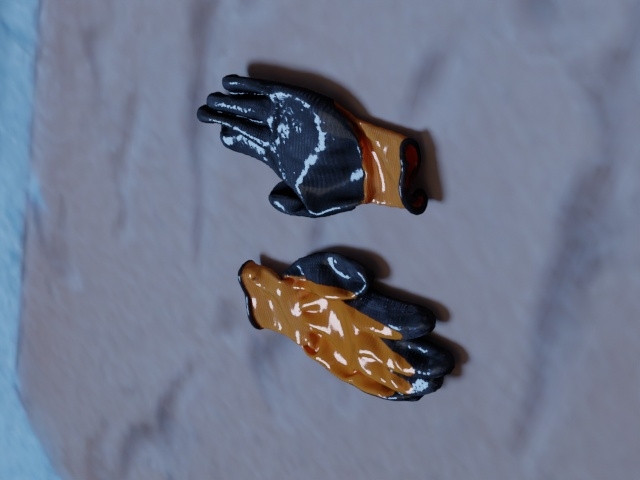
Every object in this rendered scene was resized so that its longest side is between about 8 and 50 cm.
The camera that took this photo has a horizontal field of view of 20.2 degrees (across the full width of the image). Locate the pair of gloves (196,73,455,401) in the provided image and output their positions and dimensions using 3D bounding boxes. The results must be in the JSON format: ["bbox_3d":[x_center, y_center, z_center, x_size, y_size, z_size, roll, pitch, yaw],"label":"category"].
[{"bbox_3d":[0.000,0.000,0.436,0.074,0.010,0.083,21,132,44],"label":"pair of gloves"}]
